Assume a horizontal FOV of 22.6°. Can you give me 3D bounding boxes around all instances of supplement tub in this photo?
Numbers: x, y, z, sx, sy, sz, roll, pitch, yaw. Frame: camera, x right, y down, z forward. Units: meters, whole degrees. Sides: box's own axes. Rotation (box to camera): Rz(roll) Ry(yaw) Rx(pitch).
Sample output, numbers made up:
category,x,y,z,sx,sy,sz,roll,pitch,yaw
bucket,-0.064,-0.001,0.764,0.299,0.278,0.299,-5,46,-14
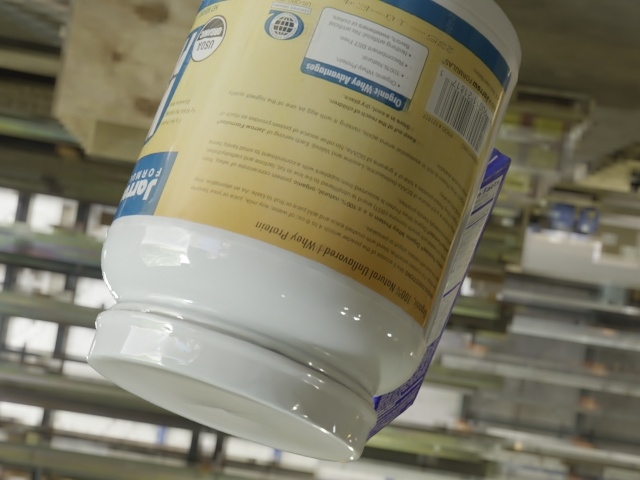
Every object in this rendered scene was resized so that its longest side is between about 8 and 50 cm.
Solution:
category,x,y,z,sx,sy,sz,roll,pitch,yaw
supplement tub,-0.008,-0.019,0.692,0.144,0.200,0.144,19,164,6

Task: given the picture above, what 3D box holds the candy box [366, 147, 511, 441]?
category,x,y,z,sx,sy,sz,roll,pitch,yaw
candy box,0.000,0.000,1.537,0.268,0.317,0.122,32,-143,19
